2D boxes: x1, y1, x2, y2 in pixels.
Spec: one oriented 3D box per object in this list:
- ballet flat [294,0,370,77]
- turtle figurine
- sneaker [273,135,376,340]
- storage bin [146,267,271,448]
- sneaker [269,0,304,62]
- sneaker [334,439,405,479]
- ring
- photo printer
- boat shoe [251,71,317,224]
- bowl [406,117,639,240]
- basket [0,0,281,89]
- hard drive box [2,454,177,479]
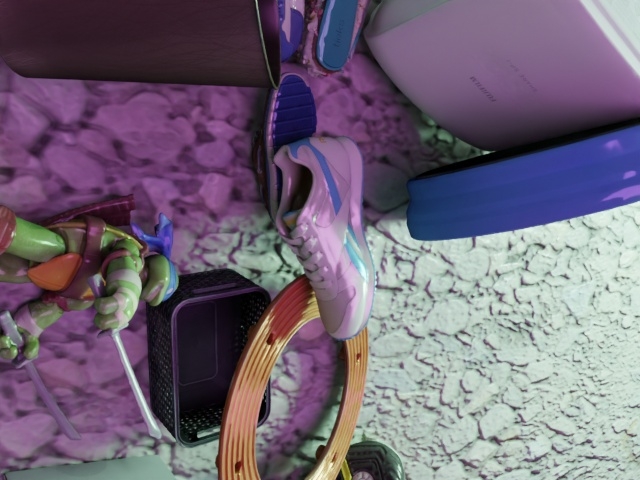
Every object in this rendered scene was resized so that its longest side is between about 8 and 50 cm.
[{"bbox_3d":[0.024,-0.305,0.802,0.091,0.077,0.241,21,94,-36],"label":"ballet flat"},{"bbox_3d":[-0.263,0.066,0.647,0.266,0.197,0.275,25,85,-32],"label":"turtle figurine"},{"bbox_3d":[0.000,0.000,0.780,0.092,0.087,0.229,-8,90,-34],"label":"sneaker"},{"bbox_3d":[-0.130,0.134,0.823,0.122,0.084,0.180,-8,109,-32],"label":"storage bin"},{"bbox_3d":[-0.032,-0.341,0.738,0.130,0.111,0.297,-19,116,-34],"label":"sneaker"},{"bbox_3d":[0.015,0.468,1.009,0.385,0.145,0.147,-66,158,-4],"label":"sneaker"},{"bbox_3d":[-0.027,0.199,0.863,0.336,0.032,0.337,-26,120,-55],"label":"ring"},{"bbox_3d":[0.214,-0.221,0.814,0.256,0.307,0.107,37,65,-28],"label":"photo printer"},{"bbox_3d":[-0.050,-0.105,0.817,0.066,0.066,0.183,-11,114,-34],"label":"boat shoe"},{"bbox_3d":[0.290,-0.087,0.866,0.391,0.391,0.077,-18,95,-29],"label":"bowl"},{"bbox_3d":[-0.158,-0.215,0.612,0.226,0.204,0.154,-3,64,2],"label":"basket"},{"bbox_3d":[-0.271,0.377,0.796,0.181,0.089,0.232,4,101,-35],"label":"hard drive box"}]
